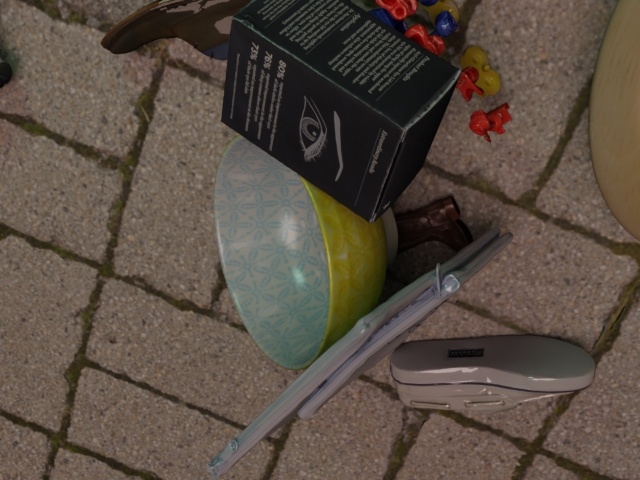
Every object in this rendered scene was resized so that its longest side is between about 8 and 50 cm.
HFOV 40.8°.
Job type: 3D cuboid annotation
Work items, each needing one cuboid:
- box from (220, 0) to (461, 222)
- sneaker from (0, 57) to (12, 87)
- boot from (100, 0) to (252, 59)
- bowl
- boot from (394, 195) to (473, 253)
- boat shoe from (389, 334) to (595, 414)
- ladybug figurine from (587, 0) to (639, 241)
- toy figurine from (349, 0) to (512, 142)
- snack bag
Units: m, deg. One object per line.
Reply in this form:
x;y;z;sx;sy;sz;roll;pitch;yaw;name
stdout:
0.014;-0.143;0.868;0.207;0.108;0.153;35;147;11;box
-0.547;-0.217;1.126;0.297;0.111;0.129;-19;97;12;sneaker
-0.153;-0.246;1.028;0.219;0.082;0.106;-23;106;19;boot
0.000;0.000;1.049;0.156;0.289;0.290;-13;119;-29;bowl
0.135;0.004;1.110;0.114;0.037;0.106;-20;103;20;boot
0.226;0.189;1.145;0.267;0.096;0.088;-5;118;15;boat shoe
0.439;-0.186;0.885;0.305;0.162;0.449;20;117;3;ladybug figurine
0.024;-0.220;0.951;0.217;0.191;0.363;-29;105;27;toy figurine
0.053;0.128;1.001;0.037;0.342;0.323;50;125;10;snack bag
